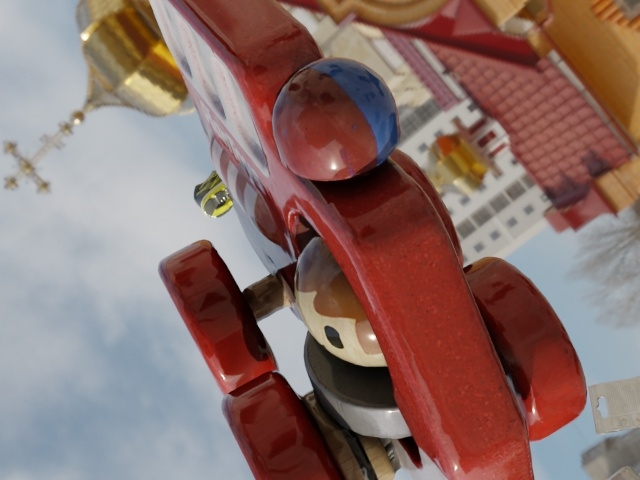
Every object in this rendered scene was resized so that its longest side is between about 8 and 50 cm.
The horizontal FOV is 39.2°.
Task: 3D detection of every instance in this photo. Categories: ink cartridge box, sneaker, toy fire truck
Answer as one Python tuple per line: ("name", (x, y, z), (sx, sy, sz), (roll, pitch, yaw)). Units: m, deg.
("ink cartridge box", (0.276, 0.134, 0.712), (0.063, 0.115, 0.029), (-74, -34, -58))
("sneaker", (-0.071, -0.054, 0.744), (0.035, 0.083, 0.031), (35, 153, 40))
("toy fire truck", (0.000, 0.000, 0.459), (0.302, 0.169, 0.254), (53, 167, 49))

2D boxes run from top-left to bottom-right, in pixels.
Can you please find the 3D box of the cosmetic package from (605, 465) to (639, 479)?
("cosmetic package", (0.181, 0.301, 0.550), (0.225, 0.224, 0.138), (53, -173, 32))
